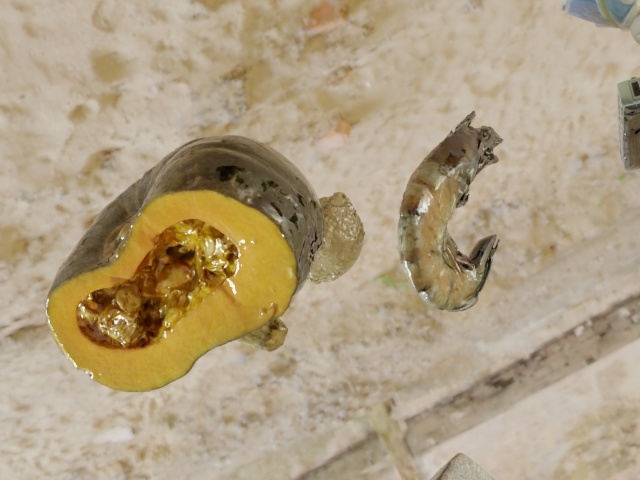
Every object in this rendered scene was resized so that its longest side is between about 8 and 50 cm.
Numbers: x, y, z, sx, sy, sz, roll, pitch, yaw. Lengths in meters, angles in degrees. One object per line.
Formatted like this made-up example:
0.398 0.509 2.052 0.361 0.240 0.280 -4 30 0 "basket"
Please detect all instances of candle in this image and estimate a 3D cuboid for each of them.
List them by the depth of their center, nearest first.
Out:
0.219 0.410 1.492 0.192 0.168 0.068 12 138 -24 "candle"

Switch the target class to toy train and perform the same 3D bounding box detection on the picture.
0.394 -0.139 1.218 0.043 0.047 0.207 -13 157 13 "toy train"

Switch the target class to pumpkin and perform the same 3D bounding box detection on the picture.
-0.128 0.038 1.020 0.317 0.139 0.222 -38 113 26 "pumpkin"

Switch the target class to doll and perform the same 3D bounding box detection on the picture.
0.457 -0.348 1.465 0.099 0.241 0.135 -48 162 -40 "doll"

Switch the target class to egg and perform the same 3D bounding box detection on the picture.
0.000 0.000 1.381 0.140 0.118 0.116 -36 -174 16 "egg"

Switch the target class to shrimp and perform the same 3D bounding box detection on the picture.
0.214 -0.040 1.482 0.071 0.233 0.365 -8 -151 37 "shrimp"
